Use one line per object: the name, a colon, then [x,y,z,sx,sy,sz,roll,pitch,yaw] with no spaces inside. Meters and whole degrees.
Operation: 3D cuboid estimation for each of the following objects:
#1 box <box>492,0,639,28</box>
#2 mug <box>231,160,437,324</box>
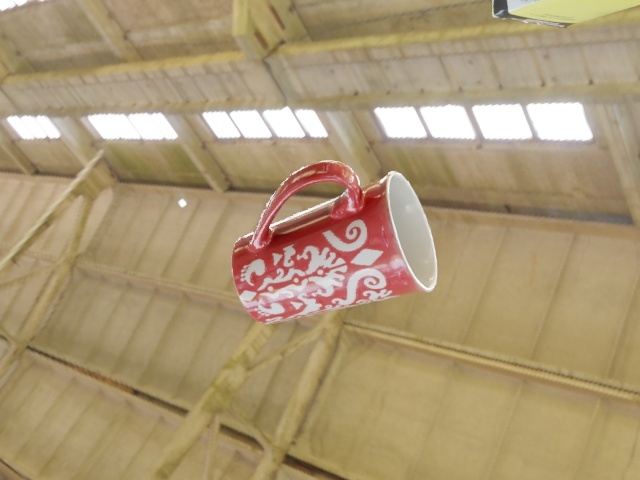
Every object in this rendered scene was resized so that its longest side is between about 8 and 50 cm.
box: [0.170,-0.164,0.359,0.058,0.087,0.232,-2,-176,-25]
mug: [0.004,-0.001,0.737,0.169,0.150,0.113,-18,-167,23]
